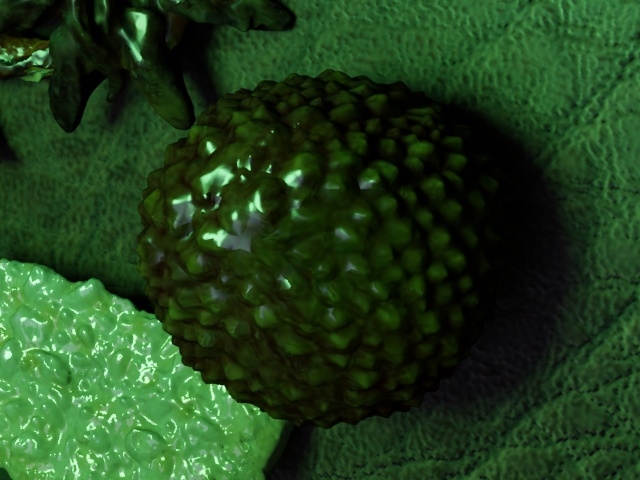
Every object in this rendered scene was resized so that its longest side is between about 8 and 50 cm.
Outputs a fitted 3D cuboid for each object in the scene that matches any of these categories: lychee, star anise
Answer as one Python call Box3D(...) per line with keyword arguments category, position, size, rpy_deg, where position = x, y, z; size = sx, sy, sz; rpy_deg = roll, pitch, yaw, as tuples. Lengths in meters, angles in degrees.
Box3D(category="lychee", position=(0.000, 0.000, 1.144), size=(0.236, 0.271, 0.236), rpy_deg=(-6, 74, 21))
Box3D(category="star anise", position=(-0.154, -0.191, 1.232), size=(0.272, 0.102, 0.272), rpy_deg=(2, 101, 12))

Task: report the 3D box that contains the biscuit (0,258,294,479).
Box3D(category="biscuit", position=(-0.161, 0.119, 1.335), size=(0.281, 0.084, 0.179), rpy_deg=(25, 98, 16))

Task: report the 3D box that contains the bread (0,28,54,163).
Box3D(category="bread", position=(-0.312, -0.176, 1.349), size=(0.269, 0.095, 0.139), rpy_deg=(41, 116, -5))

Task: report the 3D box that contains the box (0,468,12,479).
Box3D(category="box", position=(-0.258, 0.263, 1.423), size=(0.311, 0.118, 0.205), rpy_deg=(29, 114, 18))
